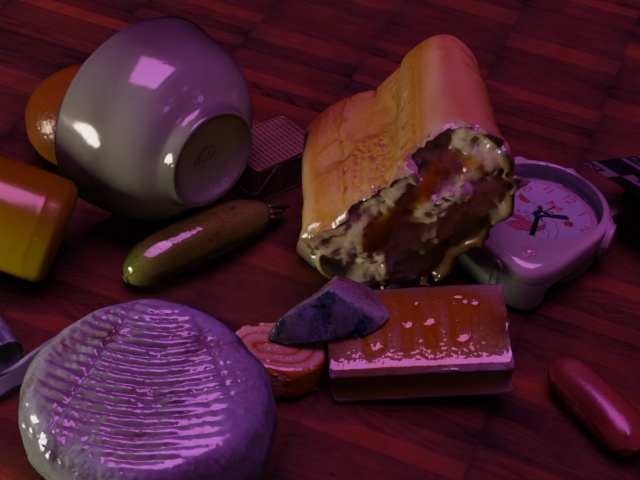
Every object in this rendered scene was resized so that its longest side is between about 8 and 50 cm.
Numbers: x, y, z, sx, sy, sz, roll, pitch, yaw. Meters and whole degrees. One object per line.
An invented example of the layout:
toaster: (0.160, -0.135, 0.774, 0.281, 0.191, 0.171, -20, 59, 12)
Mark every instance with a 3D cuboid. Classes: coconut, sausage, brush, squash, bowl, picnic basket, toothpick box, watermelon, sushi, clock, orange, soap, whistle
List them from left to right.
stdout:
whistle: (-0.551, 0.083, 1.848, 0.062, 0.062, 0.312, -22, 48, -29)
toothpick box: (-0.532, -0.057, 1.872, 0.271, 0.175, 0.175, 22, 39, -13)
brush: (-0.486, 0.211, 1.721, 0.060, 0.068, 0.297, 14, 32, 42)
orange: (-0.418, -0.216, 2.118, 0.206, 0.206, 0.206, 4, 41, -4)
bowl: (-0.235, -0.171, 1.958, 0.185, 0.354, 0.354, 34, 47, 31)
squash: (-0.181, -0.011, 1.987, 0.341, 0.094, 0.094, -25, 50, -33)
picnic basket: (-0.093, -0.147, 2.164, 0.164, 0.079, 0.115, -27, 51, -33)
coconut: (0.000, 0.000, 2.012, 0.082, 0.083, 0.081, -9, 46, -50)
watermelon: (0.006, 0.103, 1.790, 0.180, 0.081, 0.094, -17, 20, -19)
soap: (0.147, 0.152, 1.820, 0.274, 0.089, 0.173, -4, 47, 2)
clock: (0.373, -0.029, 2.077, 0.324, 0.108, 0.265, -22, 47, -31)
sausage: (0.414, 0.246, 1.794, 0.077, 0.077, 0.194, -21, 48, -28)
sushi: (0.657, -0.017, 2.117, 0.373, 0.100, 0.296, 36, 29, 32)

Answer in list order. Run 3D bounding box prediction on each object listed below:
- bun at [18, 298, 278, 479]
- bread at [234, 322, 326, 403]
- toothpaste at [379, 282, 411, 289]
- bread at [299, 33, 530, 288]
bun: (-0.230, 0.239, 1.615, 0.354, 0.194, 0.354, 3, 44, -3)
bread: (-0.068, 0.180, 1.805, 0.149, 0.073, 0.122, 11, 36, 1)
toothpaste: (0.130, 0.108, 1.937, 0.071, 0.045, 0.193, -12, 49, -8)
bread: (0.155, -0.129, 1.928, 0.250, 0.361, 0.394, 41, 29, -29)
